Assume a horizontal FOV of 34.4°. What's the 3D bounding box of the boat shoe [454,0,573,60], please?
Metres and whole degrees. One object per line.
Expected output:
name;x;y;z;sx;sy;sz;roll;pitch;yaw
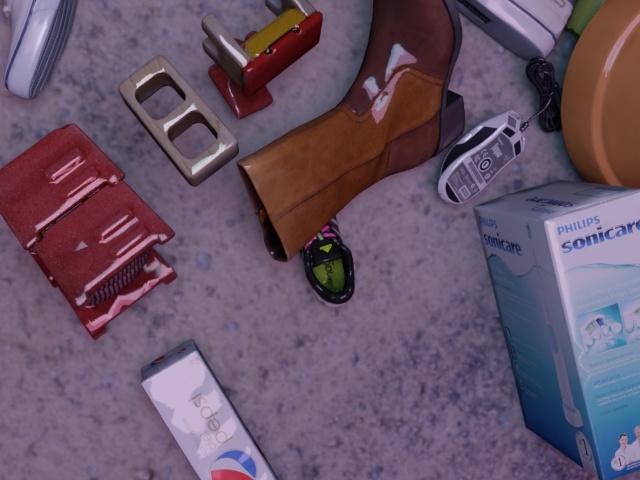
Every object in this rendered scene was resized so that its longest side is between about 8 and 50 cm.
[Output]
boat shoe;0.178;-0.314;1.169;0.267;0.096;0.088;35;85;-14

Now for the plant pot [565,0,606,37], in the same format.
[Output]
plant pot;0.329;-0.271;1.215;0.083;0.083;0.079;29;102;-12

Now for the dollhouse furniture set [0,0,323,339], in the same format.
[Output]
dollhouse furniture set;-0.142;-0.083;1.073;0.374;0.201;0.152;-39;84;-12

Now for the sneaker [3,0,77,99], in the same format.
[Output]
sneaker;-0.305;-0.278;1.090;0.091;0.094;0.258;13;85;-3

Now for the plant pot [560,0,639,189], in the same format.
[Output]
plant pot;0.445;-0.149;1.143;0.290;0.203;0.291;-8;112;-19

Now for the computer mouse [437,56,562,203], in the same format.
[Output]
computer mouse;0.205;-0.122;1.212;0.193;0.042;0.106;-40;137;-1

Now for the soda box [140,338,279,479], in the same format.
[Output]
soda box;-0.121;0.226;1.184;0.074;0.069;0.216;-31;101;-6

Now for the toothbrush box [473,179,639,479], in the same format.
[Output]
toothbrush box;0.296;0.090;1.174;0.126;0.216;0.296;-17;98;-9

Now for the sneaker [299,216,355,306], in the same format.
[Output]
sneaker;0.000;0.000;1.178;0.063;0.075;0.170;-21;99;-8

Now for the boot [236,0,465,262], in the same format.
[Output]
boot;0.019;-0.147;1.092;0.280;0.096;0.264;-34;139;-22
